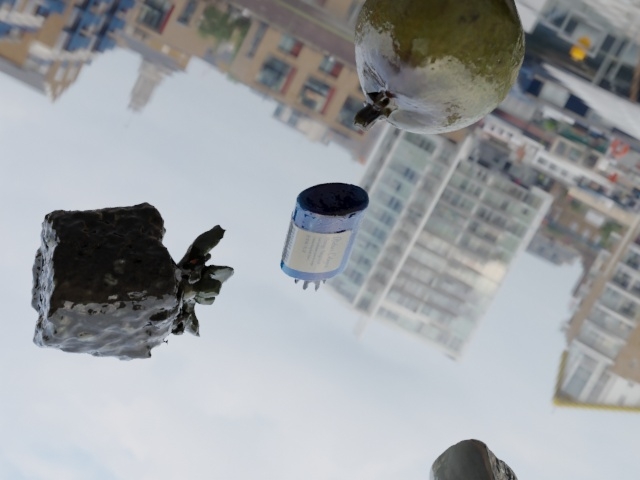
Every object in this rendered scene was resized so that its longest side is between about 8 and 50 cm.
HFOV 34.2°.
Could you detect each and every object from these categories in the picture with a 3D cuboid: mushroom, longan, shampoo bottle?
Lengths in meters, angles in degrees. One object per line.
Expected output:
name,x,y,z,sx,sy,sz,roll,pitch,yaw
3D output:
mushroom,0.234,0.370,1.258,0.159,0.122,0.329,9,-158,-18
longan,0.091,-0.155,0.874,0.145,0.176,0.155,26,156,45
shampoo bottle,0.000,0.000,1.245,0.087,0.183,0.050,-6,-120,-14

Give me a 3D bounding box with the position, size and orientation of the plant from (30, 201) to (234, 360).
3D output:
plant,-0.279,0.069,1.603,0.312,0.215,0.213,8,-135,-25
